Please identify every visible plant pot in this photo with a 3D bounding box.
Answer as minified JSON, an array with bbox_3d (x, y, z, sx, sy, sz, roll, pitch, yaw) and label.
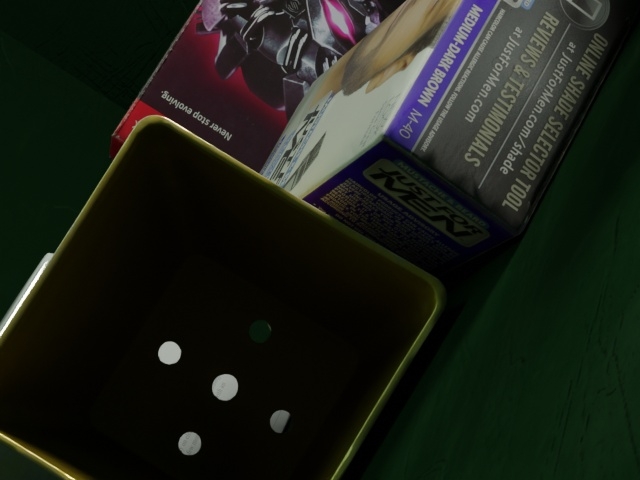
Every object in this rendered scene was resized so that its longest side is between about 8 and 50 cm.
[{"bbox_3d":[-0.066,0.082,1.193,0.212,0.212,0.187,-58,-7,-10],"label":"plant pot"}]

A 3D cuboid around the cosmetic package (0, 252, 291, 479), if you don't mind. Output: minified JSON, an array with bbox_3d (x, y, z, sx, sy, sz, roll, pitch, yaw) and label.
[{"bbox_3d":[-0.180,0.168,1.479,0.224,0.224,0.138,-52,8,44],"label":"cosmetic package"}]

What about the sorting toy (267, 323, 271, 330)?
[{"bbox_3d":[0.000,0.000,1.805,0.193,0.038,0.208,-57,6,3],"label":"sorting toy"}]

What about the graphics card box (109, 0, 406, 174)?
[{"bbox_3d":[0.025,-0.164,1.520,0.371,0.233,0.094,-57,2,-8],"label":"graphics card box"}]

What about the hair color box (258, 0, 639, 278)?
[{"bbox_3d":[0.053,-0.061,1.246,0.185,0.110,0.339,-60,13,-24],"label":"hair color box"}]
